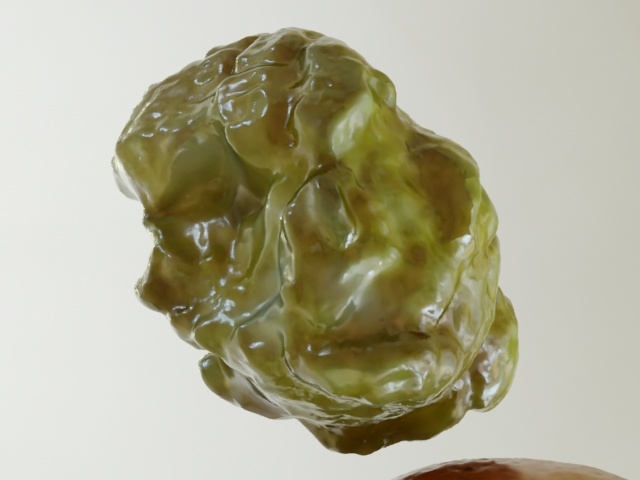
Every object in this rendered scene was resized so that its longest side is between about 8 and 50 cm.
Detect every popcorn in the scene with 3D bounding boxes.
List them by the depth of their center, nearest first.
[{"bbox_3d":[0.008,-0.007,1.037,0.292,0.293,0.334,-7,-117,-46],"label":"popcorn"}]

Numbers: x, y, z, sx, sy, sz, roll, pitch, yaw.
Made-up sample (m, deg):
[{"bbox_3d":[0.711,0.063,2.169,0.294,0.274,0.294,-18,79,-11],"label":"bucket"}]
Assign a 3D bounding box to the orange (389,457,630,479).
[{"bbox_3d":[0.147,0.359,1.011,0.424,0.424,0.326,61,-153,7],"label":"orange"}]
